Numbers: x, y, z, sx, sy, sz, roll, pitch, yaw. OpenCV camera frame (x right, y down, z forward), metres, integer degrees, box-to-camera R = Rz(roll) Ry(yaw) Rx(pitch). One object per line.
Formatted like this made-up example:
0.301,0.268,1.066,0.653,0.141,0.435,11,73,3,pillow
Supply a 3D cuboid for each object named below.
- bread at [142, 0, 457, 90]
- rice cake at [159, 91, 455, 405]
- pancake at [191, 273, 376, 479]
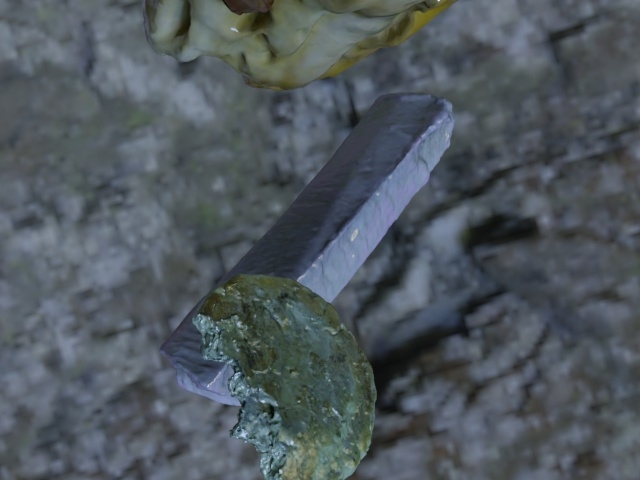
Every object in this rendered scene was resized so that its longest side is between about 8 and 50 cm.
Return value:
0.066,-0.256,0.717,0.192,0.370,0.314,20,157,-17,bread
0.000,0.000,1.297,0.073,0.056,0.365,12,-135,29,rice cake
-0.015,0.077,0.960,0.116,0.129,0.023,-6,164,-47,pancake
